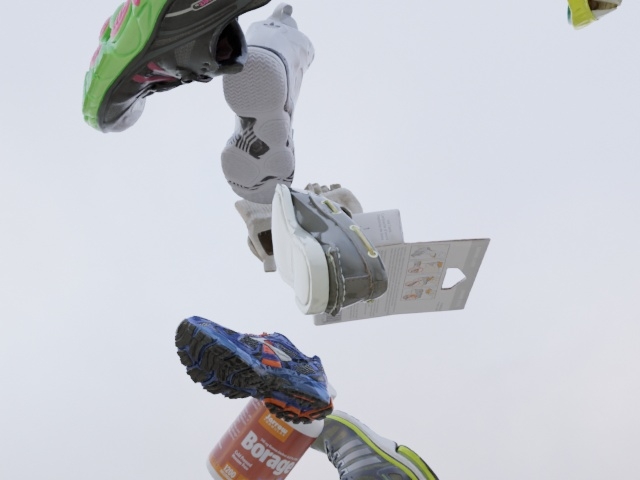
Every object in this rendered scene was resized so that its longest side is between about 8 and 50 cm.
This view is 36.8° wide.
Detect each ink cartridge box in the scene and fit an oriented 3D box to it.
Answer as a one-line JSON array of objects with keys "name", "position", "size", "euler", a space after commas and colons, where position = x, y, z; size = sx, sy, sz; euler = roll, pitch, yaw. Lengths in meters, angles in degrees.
[{"name": "ink cartridge box", "position": [0.112, 0.044, 1.515], "size": [0.261, 0.066, 0.296], "euler": [-6, -25, -3]}]

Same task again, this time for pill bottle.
[{"name": "pill bottle", "position": [-0.073, 0.299, 1.513], "size": [0.121, 0.121, 0.216], "euler": [34, -85, -28]}]

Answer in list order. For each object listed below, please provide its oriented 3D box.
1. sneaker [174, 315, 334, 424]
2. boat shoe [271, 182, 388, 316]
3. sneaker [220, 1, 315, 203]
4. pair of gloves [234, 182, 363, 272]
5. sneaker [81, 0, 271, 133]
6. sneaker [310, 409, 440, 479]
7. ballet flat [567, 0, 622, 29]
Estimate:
[{"name": "sneaker", "position": [-0.081, 0.146, 1.162], "size": [0.221, 0.087, 0.083], "euler": [33, -53, -28]}, {"name": "boat shoe", "position": [0.000, 0.004, 1.138], "size": [0.091, 0.305, 0.109], "euler": [-4, -70, -11]}, {"name": "sneaker", "position": [-0.086, -0.241, 1.726], "size": [0.137, 0.210, 0.366], "euler": [13, -39, 9]}, {"name": "pair of gloves", "position": [-0.025, -0.029, 1.829], "size": [0.240, 0.204, 0.042], "euler": [-10, -36, -17]}, {"name": "sneaker", "position": [-0.220, -0.278, 1.433], "size": [0.202, 0.185, 0.482], "euler": [23, -29, -22]}, {"name": "sneaker", "position": [0.061, 0.397, 1.707], "size": [0.299, 0.121, 0.111], "euler": [17, -39, 41]}, {"name": "ballet flat", "position": [0.346, -0.324, 1.228], "size": [0.077, 0.077, 0.231], "euler": [13, -6, 26]}]
